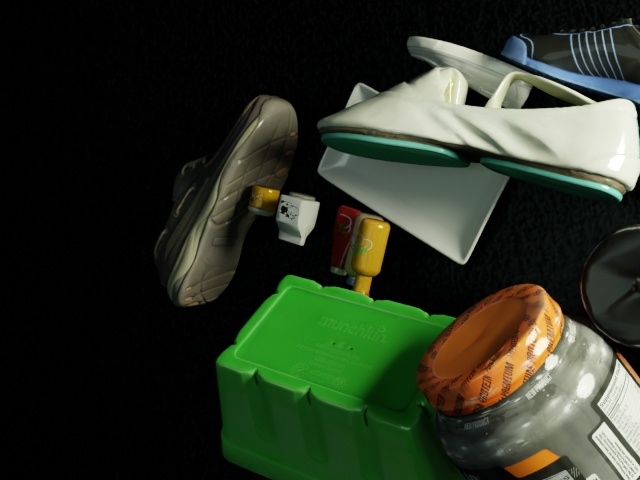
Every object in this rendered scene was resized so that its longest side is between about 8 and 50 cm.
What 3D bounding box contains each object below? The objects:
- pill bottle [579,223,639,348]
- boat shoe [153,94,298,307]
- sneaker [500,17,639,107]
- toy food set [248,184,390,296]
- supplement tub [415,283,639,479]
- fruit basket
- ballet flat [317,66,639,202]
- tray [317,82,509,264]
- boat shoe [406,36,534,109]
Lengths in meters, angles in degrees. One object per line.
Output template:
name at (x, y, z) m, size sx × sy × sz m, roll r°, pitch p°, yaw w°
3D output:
pill bottle at (0.366, 0.046, 1.023) m, size 0.122 × 0.219 × 0.123 m, roll -1°, pitch 89°, yaw 36°
boat shoe at (-0.161, -0.069, 1.453) m, size 0.130 × 0.132 × 0.355 m, roll 40°, pitch 109°, yaw 29°
sneaker at (0.330, -0.219, 1.147) m, size 0.232 × 0.081 × 0.091 m, roll 23°, pitch 99°, yaw 26°
toy food set at (0.000, 0.000, 1.348) m, size 0.232 × 0.111 × 0.105 m, roll 17°, pitch 98°, yaw 32°
supplement tub at (0.263, 0.223, 1.020) m, size 0.207 × 0.207 × 0.338 m, roll -33°, pitch 103°, yaw 30°
fruit basket at (0.064, 0.265, 1.256) m, size 0.392 × 0.283 × 0.392 m, roll 26°, pitch 145°, yaw 20°
ballet flat at (0.190, -0.143, 1.181) m, size 0.400 × 0.139 × 0.139 m, roll 13°, pitch 96°, yaw 27°
tray at (0.124, -0.094, 1.314) m, size 0.270 × 0.030 × 0.145 m, roll 34°, pitch 109°, yaw 31°
boat shoe at (0.186, -0.214, 1.259) m, size 0.184 × 0.066 × 0.063 m, roll 25°, pitch 102°, yaw 23°
